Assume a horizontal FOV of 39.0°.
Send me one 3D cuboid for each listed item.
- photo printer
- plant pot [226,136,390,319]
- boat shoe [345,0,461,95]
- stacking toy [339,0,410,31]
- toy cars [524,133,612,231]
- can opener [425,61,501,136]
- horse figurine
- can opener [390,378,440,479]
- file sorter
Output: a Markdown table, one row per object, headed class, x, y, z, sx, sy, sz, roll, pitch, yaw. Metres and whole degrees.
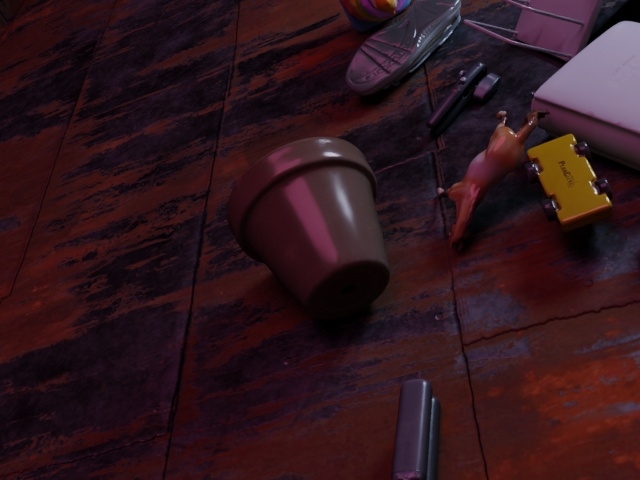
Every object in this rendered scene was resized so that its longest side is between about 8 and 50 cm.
| class | x | y | z | sx | sy | sz | roll | pitch | yaw |
| --- | --- | --- | --- | --- | --- | --- | --- | --- | --- |
| photo printer | 0.539 | -0.236 | 1.483 | 0.256 | 0.107 | 0.307 | -39 | 38 | -11 |
| plant pot | 0.000 | 0.000 | 1.489 | 0.263 | 0.263 | 0.229 | -28 | 55 | 3 |
| boat shoe | 0.187 | -0.416 | 1.951 | 0.118 | 0.103 | 0.320 | 36 | 76 | 30 |
| stacking toy | 0.130 | -0.553 | 2.012 | 0.165 | 0.175 | 0.302 | -29 | 21 | 6 |
| toy cars | 0.464 | -0.048 | 1.343 | 0.393 | 0.087 | 0.176 | 21 | 62 | 42 |
| can opener | 0.268 | -0.276 | 1.752 | 0.186 | 0.059 | 0.073 | -42 | 39 | -16 |
| horse figurine | 0.280 | -0.123 | 1.509 | 0.263 | 0.066 | 0.174 | -50 | 12 | 16 |
| can opener | 0.099 | 0.311 | 1.176 | 0.095 | 0.076 | 0.284 | -12 | 39 | 21 |
| file sorter | 0.418 | -0.505 | 1.702 | 0.173 | 0.278 | 0.193 | 5 | 24 | -31 |
